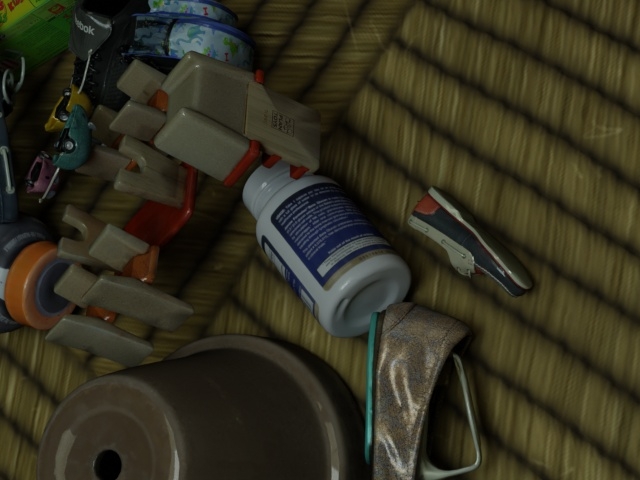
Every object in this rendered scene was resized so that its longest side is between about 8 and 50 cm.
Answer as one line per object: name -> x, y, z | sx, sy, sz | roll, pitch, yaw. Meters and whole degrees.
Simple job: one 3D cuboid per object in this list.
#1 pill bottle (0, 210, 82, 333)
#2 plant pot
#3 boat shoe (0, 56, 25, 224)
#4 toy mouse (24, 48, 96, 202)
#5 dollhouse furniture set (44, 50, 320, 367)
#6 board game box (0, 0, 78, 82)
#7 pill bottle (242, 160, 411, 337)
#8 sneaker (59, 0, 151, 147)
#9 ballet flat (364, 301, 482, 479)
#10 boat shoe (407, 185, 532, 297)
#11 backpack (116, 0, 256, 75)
pill bottle -> -0.365, 0.019, 1.382 | 0.246, 0.130, 0.130 | 16, 87, 30
plant pot -> -0.117, 0.201, 1.158 | 0.263, 0.229, 0.263 | -6, 77, 26
boat shoe -> -0.343, -0.132, 1.337 | 0.095, 0.079, 0.254 | -48, 45, 49
toy mouse -> -0.251, -0.083, 1.290 | 0.161, 0.031, 0.143 | -48, 31, 35
dollhouse furniture set -> -0.127, -0.044, 1.215 | 0.259, 0.135, 0.262 | -42, 35, 41
board game box -> -0.311, -0.233, 1.429 | 0.181, 0.092, 0.043 | -28, 68, 20
pill bottle -> 0.000, 0.000, 1.210 | 0.094, 0.094, 0.169 | -47, 56, 12
sneaker -> -0.225, -0.198, 1.368 | 0.078, 0.106, 0.234 | 28, 93, 30
ballet flat -> 0.081, 0.209, 1.127 | 0.106, 0.107, 0.315 | 5, 82, 10
boat shoe -> 0.131, 0.008, 1.170 | 0.043, 0.049, 0.137 | -52, 59, 13
backpack -> -0.123, -0.195, 1.315 | 0.114, 0.105, 0.084 | 12, 86, 24
